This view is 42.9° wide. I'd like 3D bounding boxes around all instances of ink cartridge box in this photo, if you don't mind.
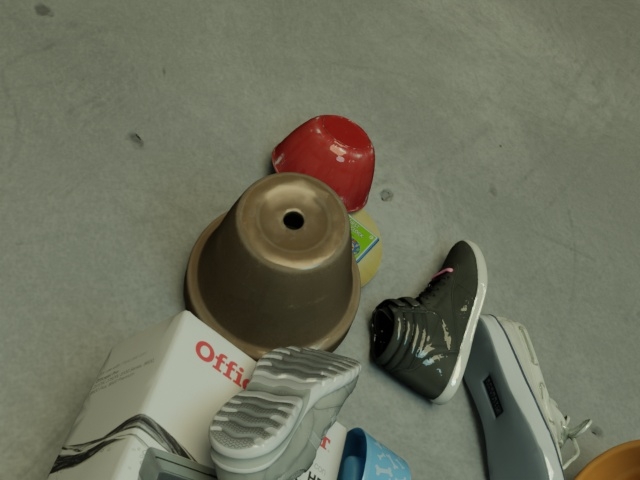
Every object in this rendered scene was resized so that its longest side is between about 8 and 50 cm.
[{"bbox_3d":[-0.152,0.321,0.894,0.285,0.166,0.394,42,42,-25],"label":"ink cartridge box"}]

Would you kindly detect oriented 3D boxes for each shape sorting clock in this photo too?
[{"bbox_3d":[0.000,0.000,1.312,0.206,0.040,0.206,6,59,-10],"label":"shape sorting clock"}]

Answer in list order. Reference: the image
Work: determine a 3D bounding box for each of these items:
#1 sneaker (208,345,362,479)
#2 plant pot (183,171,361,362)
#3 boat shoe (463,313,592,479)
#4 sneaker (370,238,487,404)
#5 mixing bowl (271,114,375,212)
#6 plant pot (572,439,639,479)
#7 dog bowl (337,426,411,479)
[{"bbox_3d":[-0.041,0.202,0.906,0.105,0.115,0.281,13,19,24],"label":"sneaker"},{"bbox_3d":[-0.056,0.027,1.128,0.263,0.229,0.262,4,63,-9],"label":"plant pot"},{"bbox_3d":[0.331,0.282,1.252,0.157,0.135,0.367,5,49,-25],"label":"boat shoe"},{"bbox_3d":[0.168,0.097,1.290,0.147,0.104,0.295,27,58,-14],"label":"sneaker"},{"bbox_3d":[0.022,-0.142,1.342,0.182,0.098,0.181,22,36,-17],"label":"mixing bowl"},{"bbox_3d":[0.499,0.454,1.139,0.204,0.291,0.290,34,51,-23],"label":"plant pot"},{"bbox_3d":[0.023,0.378,0.981,0.074,0.166,0.297,24,79,-10],"label":"dog bowl"}]
